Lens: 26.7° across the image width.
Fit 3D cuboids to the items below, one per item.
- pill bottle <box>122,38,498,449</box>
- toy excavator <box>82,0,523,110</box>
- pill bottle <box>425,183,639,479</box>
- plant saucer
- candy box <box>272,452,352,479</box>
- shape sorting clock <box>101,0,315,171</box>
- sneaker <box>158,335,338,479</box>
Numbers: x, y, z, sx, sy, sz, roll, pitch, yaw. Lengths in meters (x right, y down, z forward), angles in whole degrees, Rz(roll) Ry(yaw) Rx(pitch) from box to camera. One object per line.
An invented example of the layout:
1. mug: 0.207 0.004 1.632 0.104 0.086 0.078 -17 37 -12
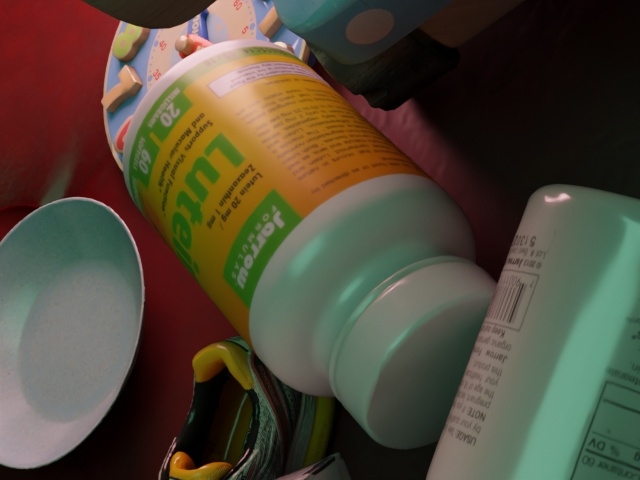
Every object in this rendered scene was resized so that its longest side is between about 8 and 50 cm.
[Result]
1. pill bottle: 0.000 0.000 0.757 0.136 0.136 0.245 -53 49 11
2. toy excavator: -0.010 -0.218 0.640 0.222 0.445 0.433 -34 54 26
3. pill bottle: 0.121 0.101 0.622 0.131 0.131 0.229 18 85 42
4. plant saucer: -0.182 0.067 0.951 0.195 0.037 0.195 -16 63 35
5. candy box: -0.053 0.224 0.694 0.196 0.070 0.164 -24 86 17
6. shape sorting clock: -0.084 -0.130 0.943 0.206 0.040 0.206 -16 64 35
7. sneaker: -0.060 0.163 0.776 0.088 0.093 0.225 -2 74 38
